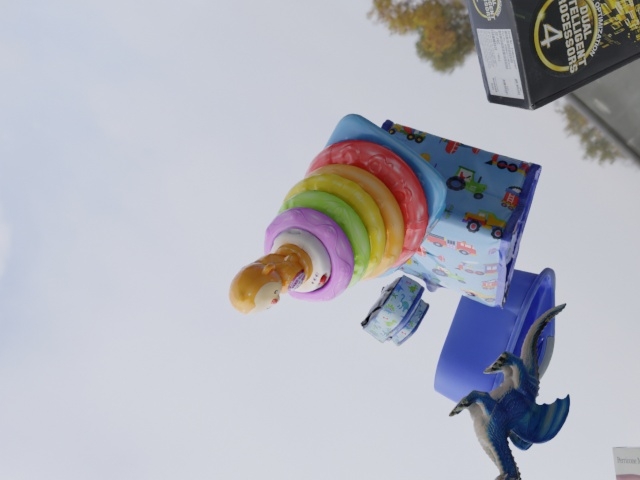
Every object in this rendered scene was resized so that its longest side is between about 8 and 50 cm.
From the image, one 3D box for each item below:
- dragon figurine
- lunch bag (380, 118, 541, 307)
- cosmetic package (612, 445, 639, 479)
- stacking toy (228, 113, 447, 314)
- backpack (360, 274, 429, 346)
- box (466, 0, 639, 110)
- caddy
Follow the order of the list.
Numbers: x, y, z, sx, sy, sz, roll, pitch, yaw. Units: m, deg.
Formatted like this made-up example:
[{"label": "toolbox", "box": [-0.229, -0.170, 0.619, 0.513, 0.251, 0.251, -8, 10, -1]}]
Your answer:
[{"label": "dragon figurine", "box": [0.274, 0.226, 1.008, 0.144, 0.085, 0.289, 41, -114, 13]}, {"label": "lunch bag", "box": [0.170, -0.002, 1.083, 0.220, 0.293, 0.138, 20, -120, 18]}, {"label": "cosmetic package", "box": [0.508, 0.428, 1.020, 0.129, 0.153, 0.296, 3, -107, -15]}, {"label": "stacking toy", "box": [0.000, 0.000, 0.806, 0.165, 0.175, 0.302, 39, -144, 9]}, {"label": "backpack", "box": [0.133, 0.116, 1.267, 0.084, 0.114, 0.105, 33, -117, 3]}, {"label": "box", "box": [0.292, -0.387, 0.837, 0.097, 0.318, 0.395, 30, 143, 60]}, {"label": "caddy", "box": [0.367, 0.206, 1.491, 0.179, 0.341, 0.241, 19, 177, 27]}]
